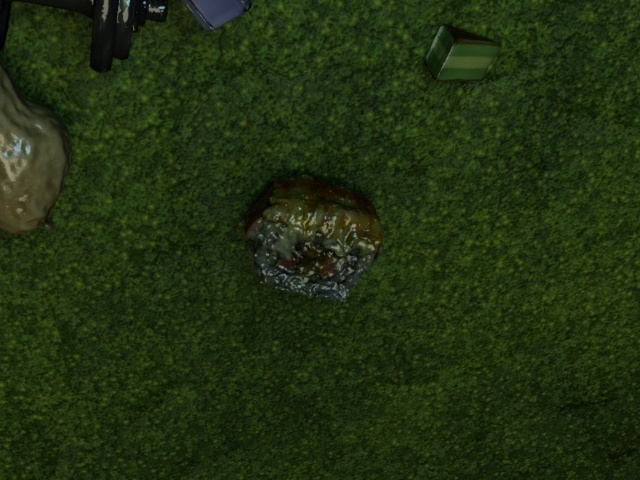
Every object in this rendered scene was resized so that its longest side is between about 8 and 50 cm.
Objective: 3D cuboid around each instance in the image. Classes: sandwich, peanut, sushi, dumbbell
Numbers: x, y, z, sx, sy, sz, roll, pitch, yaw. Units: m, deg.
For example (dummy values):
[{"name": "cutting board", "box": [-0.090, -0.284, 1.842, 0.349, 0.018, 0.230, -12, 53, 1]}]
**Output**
[{"name": "sandwich", "box": [0.234, -0.280, 1.208, 0.116, 0.074, 0.074, 12, 123, -20]}, {"name": "peanut", "box": [-0.455, -0.152, 1.115, 0.159, 0.143, 0.291, -38, 127, -27]}, {"name": "sushi", "box": [0.000, 0.000, 1.320, 0.274, 0.139, 0.184, 15, 123, -15]}, {"name": "dumbbell", "box": [-0.340, -0.321, 0.980, 0.289, 0.192, 0.192, 6, 124, -16]}]

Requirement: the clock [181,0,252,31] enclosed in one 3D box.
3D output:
[{"name": "clock", "box": [-0.166, -0.389, 0.995, 0.073, 0.145, 0.193, -24, 128, 21]}]
